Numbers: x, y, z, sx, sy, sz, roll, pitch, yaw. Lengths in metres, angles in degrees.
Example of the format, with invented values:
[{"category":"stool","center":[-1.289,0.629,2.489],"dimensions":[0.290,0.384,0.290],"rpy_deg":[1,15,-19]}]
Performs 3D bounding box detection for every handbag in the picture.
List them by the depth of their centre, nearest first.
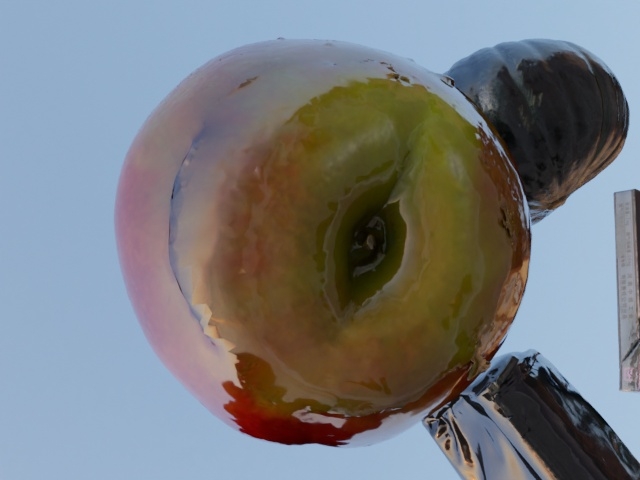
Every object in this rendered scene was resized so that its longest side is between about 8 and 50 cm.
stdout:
[{"category":"handbag","center":[0.301,0.270,1.228],"dimensions":[0.178,0.275,0.302],"rpy_deg":[-34,-102,-27]}]

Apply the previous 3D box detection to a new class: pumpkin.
[{"category":"pumpkin","center":[0.216,-0.124,1.064],"dimensions":[0.250,0.250,0.216],"rpy_deg":[7,-121,-33]}]

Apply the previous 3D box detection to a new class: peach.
[{"category":"peach","center":[0.000,0.000,0.810],"dimensions":[0.370,0.370,0.370],"rpy_deg":[-8,-75,-30]}]

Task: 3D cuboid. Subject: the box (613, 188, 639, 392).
[{"category":"box","center":[0.547,0.091,1.559],"dimensions":[0.180,0.047,0.324],"rpy_deg":[13,-107,-43]}]
